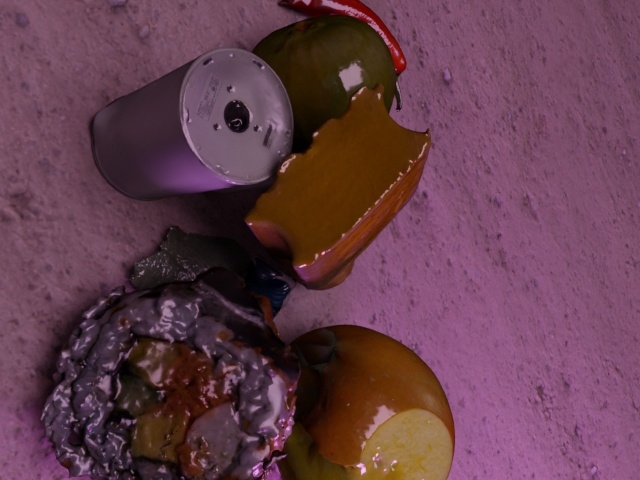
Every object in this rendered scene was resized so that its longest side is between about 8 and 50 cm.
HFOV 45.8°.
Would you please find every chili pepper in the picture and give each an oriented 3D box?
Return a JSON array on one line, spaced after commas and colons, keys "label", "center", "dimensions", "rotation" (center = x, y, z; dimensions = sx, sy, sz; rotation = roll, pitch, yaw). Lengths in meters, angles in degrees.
[{"label": "chili pepper", "center": [0.077, -0.448, 1.669], "dimensions": [0.368, 0.092, 0.137], "rotation": [36, 83, -24]}]

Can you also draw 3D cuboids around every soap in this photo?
[{"label": "soap", "center": [0.032, -0.069, 1.262], "dimensions": [0.156, 0.335, 0.293], "rotation": [42, 83, 8]}]

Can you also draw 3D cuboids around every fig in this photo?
[{"label": "fig", "center": [0.006, -0.268, 1.457], "dimensions": [0.316, 0.316, 0.316], "rotation": [4, 83, -40]}]

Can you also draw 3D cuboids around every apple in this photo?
[{"label": "apple", "center": [0.055, 0.344, 1.382], "dimensions": [0.374, 0.374, 0.384], "rotation": [47, 41, -27]}]

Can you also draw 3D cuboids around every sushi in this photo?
[{"label": "sushi", "center": [-0.229, 0.250, 1.217], "dimensions": [0.418, 0.176, 0.417], "rotation": [2, 75, -7]}]

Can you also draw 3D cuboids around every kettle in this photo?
[{"label": "kettle", "center": [-0.194, -0.175, 1.248], "dimensions": [0.265, 0.318, 0.205], "rotation": [-11, 92, -41]}]

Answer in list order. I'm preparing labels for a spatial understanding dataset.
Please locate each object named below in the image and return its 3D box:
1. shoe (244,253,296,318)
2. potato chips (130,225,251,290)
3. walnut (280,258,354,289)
[{"label": "shoe", "center": [-0.108, 0.100, 1.388], "dimensions": [0.092, 0.207, 0.106], "rotation": [34, 64, 10]}, {"label": "potato chips", "center": [-0.228, 0.047, 1.372], "dimensions": [0.167, 0.059, 0.228], "rotation": [51, 56, -13]}, {"label": "walnut", "center": [0.000, 0.000, 1.502], "dimensions": [0.165, 0.165, 0.197], "rotation": [27, 78, -35]}]
